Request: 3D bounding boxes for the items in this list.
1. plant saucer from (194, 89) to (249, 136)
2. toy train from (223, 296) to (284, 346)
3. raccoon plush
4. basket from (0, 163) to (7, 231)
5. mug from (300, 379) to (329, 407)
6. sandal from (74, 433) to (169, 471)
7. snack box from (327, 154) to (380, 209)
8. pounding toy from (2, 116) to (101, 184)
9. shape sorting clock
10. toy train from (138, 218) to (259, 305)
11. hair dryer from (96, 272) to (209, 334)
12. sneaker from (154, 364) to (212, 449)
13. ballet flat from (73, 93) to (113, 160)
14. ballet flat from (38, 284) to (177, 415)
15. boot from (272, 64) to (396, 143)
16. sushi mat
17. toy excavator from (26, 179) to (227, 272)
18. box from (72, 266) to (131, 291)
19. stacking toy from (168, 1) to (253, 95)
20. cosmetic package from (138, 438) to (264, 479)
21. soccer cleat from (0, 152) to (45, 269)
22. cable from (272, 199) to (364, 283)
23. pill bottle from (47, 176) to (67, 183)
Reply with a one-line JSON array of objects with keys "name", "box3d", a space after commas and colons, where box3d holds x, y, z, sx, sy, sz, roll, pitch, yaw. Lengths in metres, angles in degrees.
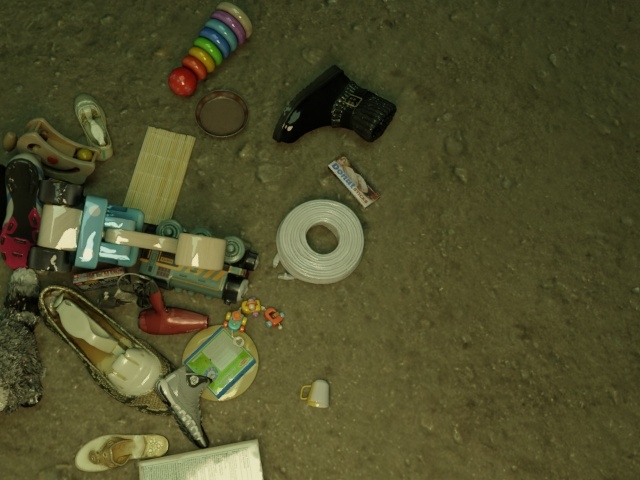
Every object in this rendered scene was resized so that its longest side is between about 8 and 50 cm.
[{"name": "plant saucer", "box3d": [-0.309, -0.393, 1.968, 0.169, 0.029, 0.168, 2, 70, -4]}, {"name": "toy train", "box3d": [-0.185, 0.216, 1.736, 0.166, 0.046, 0.125, -28, 66, -31]}, {"name": "raccoon plush", "box3d": [-0.839, 0.253, 1.552, 0.216, 0.299, 0.446, -9, 71, -8]}, {"name": "basket", "box3d": [-0.990, -0.117, 1.746, 0.227, 0.204, 0.154, 2, 32, 5]}, {"name": "mug", "box3d": [-0.011, 0.411, 1.696, 0.078, 0.062, 0.064, 14, 62, -7]}, {"name": "sandal", "box3d": [-0.512, 0.534, 1.598, 0.240, 0.079, 0.088, -6, 71, -7]}, {"name": "snack box", "box3d": [0.103, -0.181, 1.931, 0.064, 0.022, 0.178, -38, 78, -14]}, {"name": "pounding toy", "box3d": [-0.771, -0.287, 1.808, 0.270, 0.154, 0.154, 16, 48, -15]}, {"name": "shape sorting clock", "box3d": [-0.273, 0.333, 1.709, 0.206, 0.040, 0.206, 1, 67, -1]}, {"name": "toy train", "box3d": [-0.346, 0.062, 1.756, 0.334, 0.142, 0.190, 15, 82, -1]}, {"name": "hair dryer", "box3d": [-0.428, 0.188, 1.652, 0.294, 0.224, 0.080, 24, 57, -32]}, {"name": "sneaker", "box3d": [-0.318, 0.422, 1.624, 0.132, 0.086, 0.228, -39, 113, -31]}, {"name": "ballet flat", "box3d": [-0.688, -0.358, 1.895, 0.086, 0.086, 0.248, -24, 74, -13]}, {"name": "ballet flat", "box3d": [-0.555, 0.283, 1.628, 0.483, 0.182, 0.164, 38, 71, 8]}, {"name": "boot", "box3d": [0.047, -0.369, 1.935, 0.260, 0.131, 0.348, 40, 72, 9]}, {"name": "sushi mat", "box3d": [-0.487, -0.195, 1.888, 0.152, 0.019, 0.316, 11, 70, 0]}, {"name": "toy excavator", "box3d": [-0.499, -0.012, 1.612, 0.446, 0.433, 0.222, 8, 89, -23]}, {"name": "box", "box3d": [-0.602, 0.108, 1.732, 0.137, 0.094, 0.027, -9, 71, -8]}, {"name": "stacking toy", "box3d": [-0.361, -0.594, 1.984, 0.141, 0.141, 0.330, 34, 75, 7]}, {"name": "cosmetic package", "box3d": [-0.290, 0.601, 1.568, 0.296, 0.129, 0.153, -7, 70, -7]}, {"name": "soccer cleat", "box3d": [-0.813, -0.084, 1.745, 0.116, 0.143, 0.331, 9, 109, -11]}, {"name": "cable", "box3d": [0.000, 0.000, 1.823, 0.257, 0.089, 0.257, 9, 70, -2]}, {"name": "pill bottle", "box3d": [-0.757, -0.151, 1.836, 0.083, 0.043, 0.043, 25, 71, 3]}]
